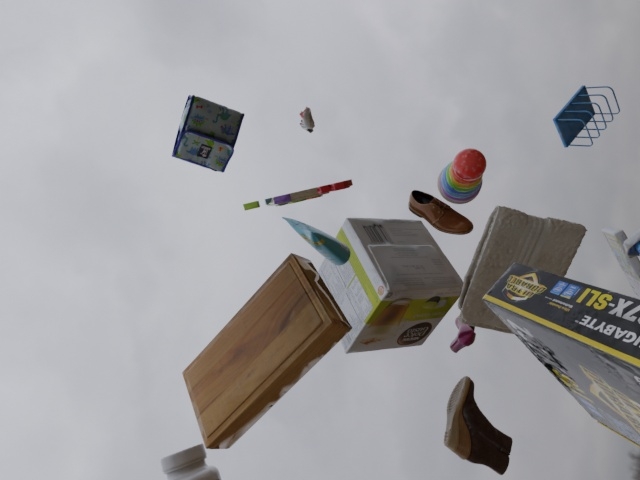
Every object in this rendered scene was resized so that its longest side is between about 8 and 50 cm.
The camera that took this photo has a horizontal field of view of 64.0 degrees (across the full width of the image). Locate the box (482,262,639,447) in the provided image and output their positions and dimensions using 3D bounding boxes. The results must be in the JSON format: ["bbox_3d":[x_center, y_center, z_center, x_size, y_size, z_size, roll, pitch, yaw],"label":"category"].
[{"bbox_3d":[0.388,0.176,0.639,0.322,0.257,0.079,44,-94,-20],"label":"box"}]

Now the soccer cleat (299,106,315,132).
[{"bbox_3d":[-0.026,-0.262,1.114,0.029,0.035,0.083,-44,-7,-14],"label":"soccer cleat"}]

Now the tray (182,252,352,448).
[{"bbox_3d":[-0.134,0.243,1.111,0.411,0.202,0.076,-47,-41,16],"label":"tray"}]

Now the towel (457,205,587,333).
[{"bbox_3d":[0.407,0.071,1.064,0.049,0.187,0.282,-82,4,-63],"label":"towel"}]

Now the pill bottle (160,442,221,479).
[{"bbox_3d":[-0.309,0.658,1.270,0.152,0.152,0.271,2,-119,-54],"label":"pill bottle"}]

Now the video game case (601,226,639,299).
[{"bbox_3d":[0.785,0.064,1.296,0.206,0.026,0.227,65,-158,6],"label":"video game case"}]

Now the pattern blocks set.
[{"bbox_3d":[-0.056,-0.113,1.311,0.325,0.286,0.026,-84,-18,-83],"label":"pattern blocks set"}]

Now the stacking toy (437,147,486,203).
[{"bbox_3d":[0.432,-0.202,1.525,0.330,0.141,0.141,36,-117,-80],"label":"stacking toy"}]

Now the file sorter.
[{"bbox_3d":[0.849,-0.394,1.628,0.170,0.105,0.118,-47,-59,-13],"label":"file sorter"}]

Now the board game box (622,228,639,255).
[{"bbox_3d":[0.613,-0.080,0.564,0.391,0.389,0.050,4,-131,-26],"label":"board game box"}]

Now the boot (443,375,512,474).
[{"bbox_3d":[0.498,0.571,1.593,0.248,0.207,0.090,-67,5,-31],"label":"boot"}]

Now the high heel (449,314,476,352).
[{"bbox_3d":[0.539,0.304,1.849,0.244,0.082,0.117,-33,-16,-52],"label":"high heel"}]

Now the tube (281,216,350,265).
[{"bbox_3d":[0.000,0.000,1.078,0.207,0.080,0.052,36,-103,-57],"label":"tube"}]

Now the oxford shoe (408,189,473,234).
[{"bbox_3d":[0.347,-0.083,1.494,0.076,0.212,0.076,-50,-27,-21],"label":"oxford shoe"}]

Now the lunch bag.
[{"bbox_3d":[-0.263,-0.246,1.191,0.129,0.096,0.151,17,-82,-24],"label":"lunch bag"}]

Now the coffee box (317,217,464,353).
[{"bbox_3d":[0.226,0.155,1.790,0.338,0.338,0.334,1,-47,-30],"label":"coffee box"}]
